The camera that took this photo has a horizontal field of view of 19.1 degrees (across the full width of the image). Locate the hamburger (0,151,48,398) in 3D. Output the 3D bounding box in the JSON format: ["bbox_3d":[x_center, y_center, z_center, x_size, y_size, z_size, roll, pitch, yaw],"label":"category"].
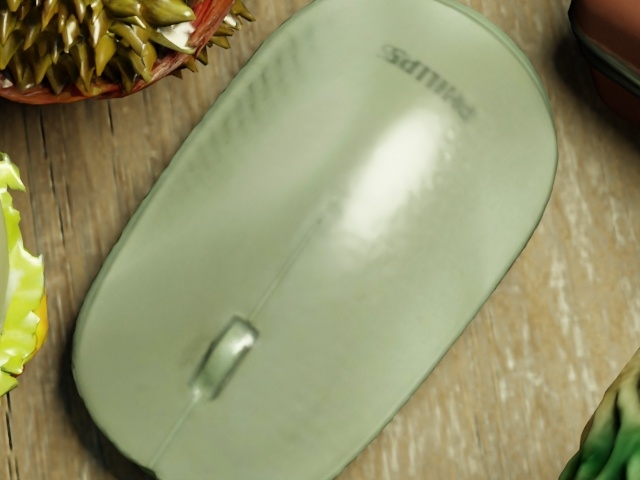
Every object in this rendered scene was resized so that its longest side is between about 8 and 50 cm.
[{"bbox_3d":[-0.299,0.007,1.011,0.276,0.179,0.294,-40,96,-14],"label":"hamburger"}]

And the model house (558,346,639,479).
[{"bbox_3d":[0.210,0.340,0.862,0.445,0.395,0.400,36,80,11],"label":"model house"}]

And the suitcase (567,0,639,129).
[{"bbox_3d":[0.306,-0.158,1.072,0.236,0.161,0.297,39,78,27],"label":"suitcase"}]

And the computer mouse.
[{"bbox_3d":[0.000,-0.001,1.083,0.197,0.095,0.331,33,78,10],"label":"computer mouse"}]

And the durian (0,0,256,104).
[{"bbox_3d":[-0.125,-0.246,1.000,0.348,0.384,0.347,6,101,33],"label":"durian"}]
